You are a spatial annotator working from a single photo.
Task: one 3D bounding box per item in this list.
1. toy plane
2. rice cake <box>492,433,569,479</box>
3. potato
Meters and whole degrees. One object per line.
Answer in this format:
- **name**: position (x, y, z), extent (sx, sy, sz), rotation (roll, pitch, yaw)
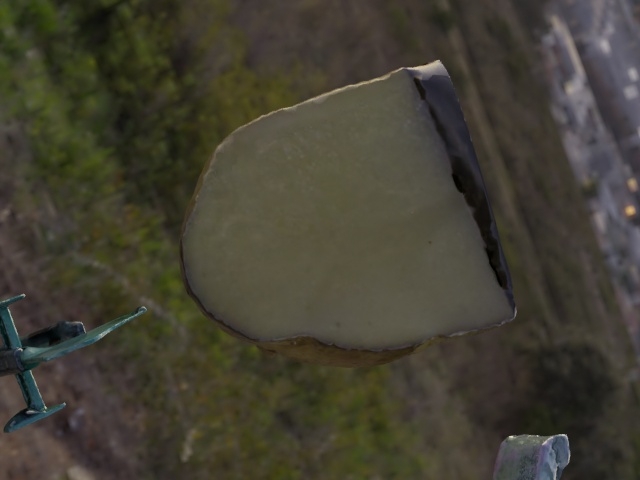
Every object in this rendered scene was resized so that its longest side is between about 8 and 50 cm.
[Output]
- **toy plane**: position (-0.183, 0.068, 0.826), extent (0.096, 0.235, 0.060), rotation (-15, 90, -43)
- **rice cake**: position (0.107, 0.209, 1.013), extent (0.034, 0.043, 0.210), rotation (41, 55, -39)
- **potato**: position (0.000, 0.000, 0.557), extent (0.066, 0.103, 0.096), rotation (116, -38, -66)
